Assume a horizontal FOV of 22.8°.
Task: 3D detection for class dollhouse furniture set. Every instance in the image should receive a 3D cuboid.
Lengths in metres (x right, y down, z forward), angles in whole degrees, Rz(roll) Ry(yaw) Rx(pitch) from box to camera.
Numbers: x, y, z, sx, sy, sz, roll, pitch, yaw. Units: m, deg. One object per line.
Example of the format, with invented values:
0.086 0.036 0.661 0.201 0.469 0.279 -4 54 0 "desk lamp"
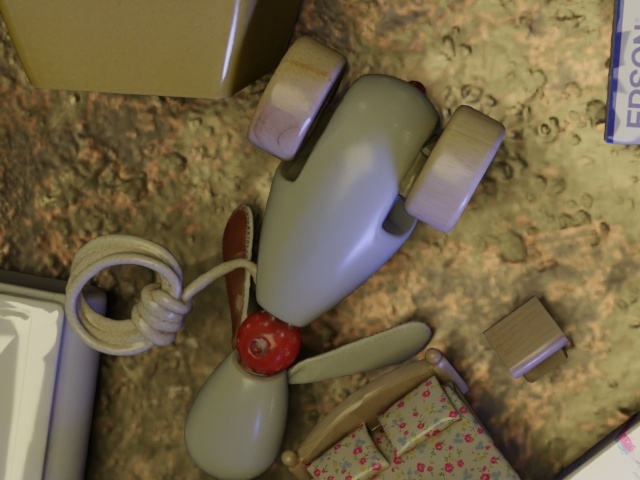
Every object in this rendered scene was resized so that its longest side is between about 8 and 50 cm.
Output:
0.047 0.207 0.990 0.355 0.174 0.303 -37 47 3 "dollhouse furniture set"

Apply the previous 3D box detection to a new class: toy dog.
0.000 0.000 1.121 0.334 0.161 0.220 -41 92 25 "toy dog"

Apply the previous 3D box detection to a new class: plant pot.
-0.112 -0.203 1.092 0.212 0.212 0.187 4 106 13 "plant pot"

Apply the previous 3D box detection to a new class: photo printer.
-0.301 0.167 1.202 0.256 0.107 0.307 9 96 13 "photo printer"

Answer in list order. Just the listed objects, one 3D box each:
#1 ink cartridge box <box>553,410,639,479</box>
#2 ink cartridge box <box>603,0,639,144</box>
0.238 0.178 1.095 0.198 0.067 0.115 -39 84 11 "ink cartridge box"
0.354 -0.203 1.046 0.307 0.072 0.303 6 96 15 "ink cartridge box"
